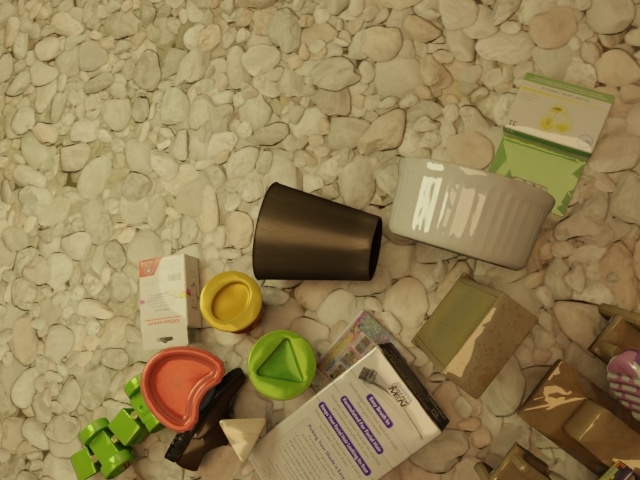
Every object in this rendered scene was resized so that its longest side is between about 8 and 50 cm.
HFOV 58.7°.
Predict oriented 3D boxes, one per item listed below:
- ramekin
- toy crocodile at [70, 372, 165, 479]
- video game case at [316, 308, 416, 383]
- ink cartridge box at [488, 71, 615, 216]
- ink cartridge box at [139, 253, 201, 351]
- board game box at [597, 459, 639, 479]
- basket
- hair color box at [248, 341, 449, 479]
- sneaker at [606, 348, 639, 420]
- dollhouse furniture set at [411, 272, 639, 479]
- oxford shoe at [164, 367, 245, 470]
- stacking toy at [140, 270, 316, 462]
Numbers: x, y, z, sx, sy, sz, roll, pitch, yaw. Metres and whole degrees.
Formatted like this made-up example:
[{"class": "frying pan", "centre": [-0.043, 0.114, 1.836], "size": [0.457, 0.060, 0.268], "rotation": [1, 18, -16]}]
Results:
[{"class": "ramekin", "centre": [0.254, -0.043, 1.006], "size": [0.277, 0.277, 0.135], "rotation": [17, 92, 18]}, {"class": "toy crocodile", "centre": [-0.394, 0.387, 1.206], "size": [0.340, 0.105, 0.115], "rotation": [-45, 71, -1]}, {"class": "video game case", "centre": [0.085, 0.241, 1.129], "size": [0.143, 0.019, 0.157], "rotation": [42, 94, 19]}, {"class": "ink cartridge box", "centre": [0.431, -0.186, 1.092], "size": [0.171, 0.056, 0.235], "rotation": [23, 85, 18]}, {"class": "ink cartridge box", "centre": [-0.327, 0.137, 1.243], "size": [0.115, 0.067, 0.198], "rotation": [-9, 76, 15]}, {"class": "board game box", "centre": [0.436, 0.435, 0.829], "size": [0.141, 0.048, 0.170], "rotation": [43, 91, 0]}, {"class": "basket", "centre": [0.000, 0.000, 1.134], "size": [0.226, 0.154, 0.205], "rotation": [10, 84, 14]}, {"class": "hair color box", "centre": [0.046, 0.364, 1.057], "size": [0.338, 0.110, 0.185], "rotation": [-41, 72, 13]}, {"class": "sneaker", "centre": [0.507, 0.235, 0.807], "size": [0.104, 0.095, 0.236], "rotation": [-40, 98, -4]}, {"class": "dollhouse furniture set", "centre": [0.379, 0.252, 0.976], "size": [0.394, 0.256, 0.362], "rotation": [37, 92, -2]}, {"class": "oxford shoe", "centre": [-0.215, 0.368, 1.173], "size": [0.096, 0.083, 0.227], "rotation": [35, 86, -7]}, {"class": "stacking toy", "centre": [-0.171, 0.253, 1.123], "size": [0.279, 0.130, 0.309], "rotation": [37, 73, 8]}]
